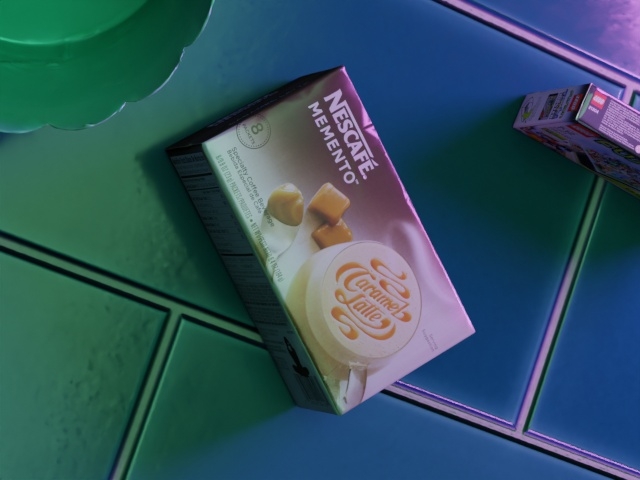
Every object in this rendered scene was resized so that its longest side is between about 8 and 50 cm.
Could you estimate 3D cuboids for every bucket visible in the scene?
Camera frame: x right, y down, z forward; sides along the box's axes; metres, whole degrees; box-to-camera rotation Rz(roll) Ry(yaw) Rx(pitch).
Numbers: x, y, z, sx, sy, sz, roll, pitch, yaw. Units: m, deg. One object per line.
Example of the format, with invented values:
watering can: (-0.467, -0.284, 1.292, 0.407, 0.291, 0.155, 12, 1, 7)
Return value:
bucket: (-0.209, -0.226, 1.340, 0.281, 0.183, 0.281, -2, 112, -4)

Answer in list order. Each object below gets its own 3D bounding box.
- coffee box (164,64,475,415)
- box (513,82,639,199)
coffee box: (0.000, 0.000, 1.511, 0.141, 0.098, 0.246, -30, 100, -19)
box: (0.281, -0.071, 1.615, 0.207, 0.114, 0.036, 28, 80, -19)
